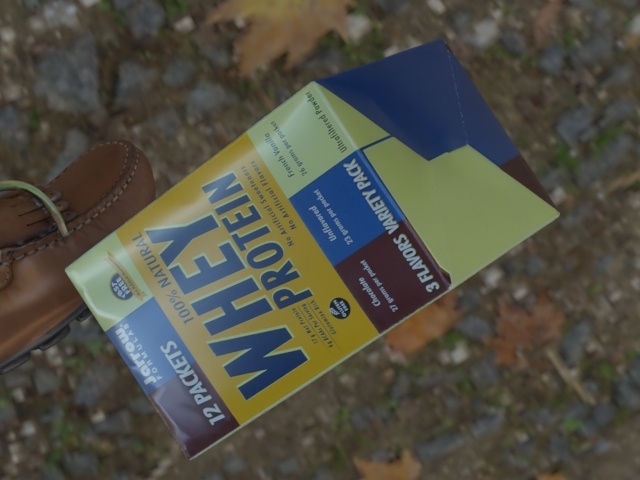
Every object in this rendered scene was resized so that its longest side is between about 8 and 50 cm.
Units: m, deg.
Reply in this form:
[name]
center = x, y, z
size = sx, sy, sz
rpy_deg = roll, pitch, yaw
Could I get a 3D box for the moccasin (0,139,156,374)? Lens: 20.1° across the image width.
[moccasin]
center = -0.255, 0.024, 1.186
size = 0.380, 0.139, 0.147
rpy_deg = -36, 107, -36

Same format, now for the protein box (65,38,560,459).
[protein box]
center = 0.000, 0.000, 1.075
size = 0.201, 0.136, 0.200
rpy_deg = -35, 176, 28
